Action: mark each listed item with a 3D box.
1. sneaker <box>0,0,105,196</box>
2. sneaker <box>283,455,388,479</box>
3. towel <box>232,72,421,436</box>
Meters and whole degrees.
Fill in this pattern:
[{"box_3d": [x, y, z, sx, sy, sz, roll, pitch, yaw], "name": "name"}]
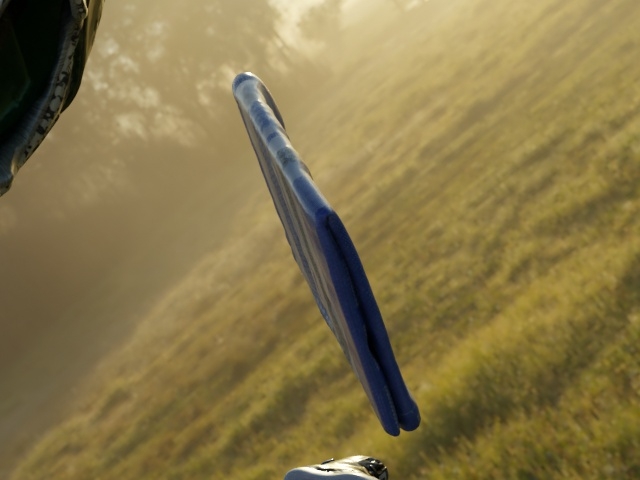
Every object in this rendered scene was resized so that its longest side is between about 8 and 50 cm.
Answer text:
[{"box_3d": [-0.181, -0.189, 0.805, 0.182, 0.158, 0.410, 16, 86, 53], "name": "sneaker"}, {"box_3d": [0.065, 0.318, 1.538, 0.121, 0.079, 0.217, -9, 11, -43], "name": "sneaker"}, {"box_3d": [0.000, 0.000, 0.931, 0.034, 0.209, 0.285, -23, 30, -4], "name": "towel"}]
